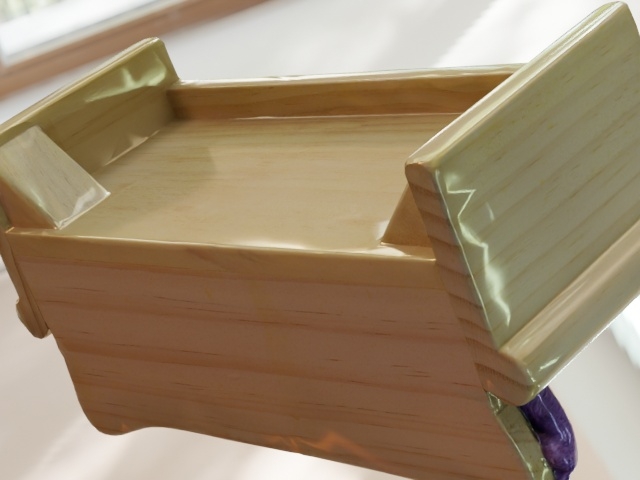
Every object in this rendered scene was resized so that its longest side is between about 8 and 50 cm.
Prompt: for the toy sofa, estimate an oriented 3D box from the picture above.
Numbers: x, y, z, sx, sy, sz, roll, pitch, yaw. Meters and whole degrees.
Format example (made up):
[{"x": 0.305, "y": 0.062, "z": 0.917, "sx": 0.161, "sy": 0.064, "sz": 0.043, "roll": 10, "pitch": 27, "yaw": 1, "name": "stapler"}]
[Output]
[{"x": 0.000, "y": 0.000, "z": 0.862, "sx": 0.363, "sy": 0.150, "sz": 0.177, "roll": 3, "pitch": -57, "yaw": 47, "name": "toy sofa"}]
